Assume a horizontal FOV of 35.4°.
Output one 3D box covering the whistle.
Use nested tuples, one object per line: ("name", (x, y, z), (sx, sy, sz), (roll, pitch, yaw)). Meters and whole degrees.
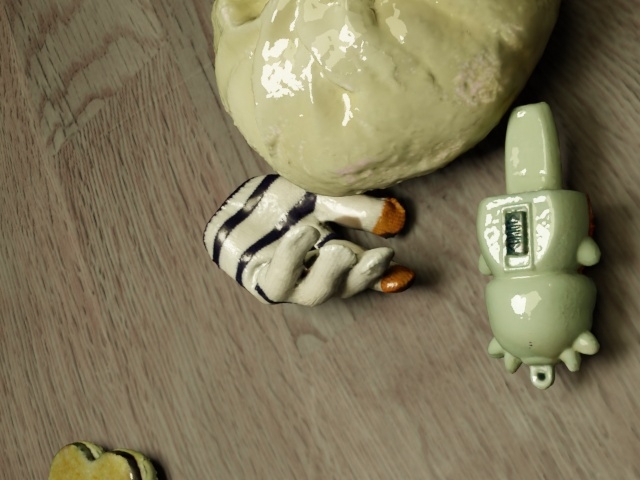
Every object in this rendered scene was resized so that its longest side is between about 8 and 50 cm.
("whistle", (0.190, 0.004, 0.885), (0.102, 0.106, 0.253), (-3, 81, 6))

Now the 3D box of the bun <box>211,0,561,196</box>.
("bun", (0.041, -0.234, 0.964), (0.365, 0.219, 0.365), (-16, 58, 27))

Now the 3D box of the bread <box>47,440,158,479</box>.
("bread", (-0.243, 0.337, 1.156), (0.286, 0.056, 0.207), (33, 101, 39))

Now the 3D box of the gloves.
("gloves", (-0.005, 0.014, 1.020), (0.219, 0.140, 0.131), (30, 126, 25))
